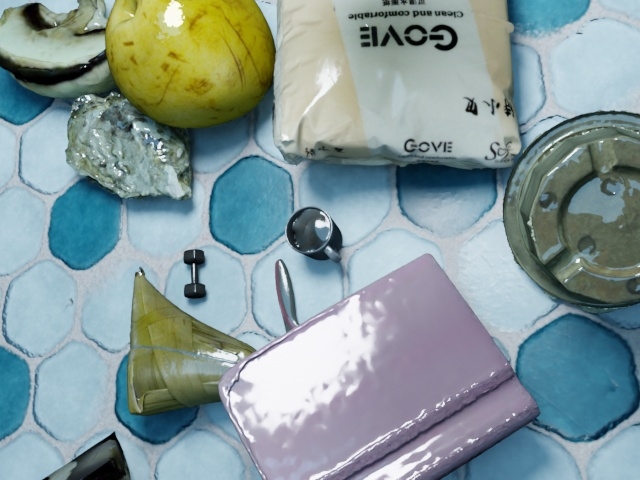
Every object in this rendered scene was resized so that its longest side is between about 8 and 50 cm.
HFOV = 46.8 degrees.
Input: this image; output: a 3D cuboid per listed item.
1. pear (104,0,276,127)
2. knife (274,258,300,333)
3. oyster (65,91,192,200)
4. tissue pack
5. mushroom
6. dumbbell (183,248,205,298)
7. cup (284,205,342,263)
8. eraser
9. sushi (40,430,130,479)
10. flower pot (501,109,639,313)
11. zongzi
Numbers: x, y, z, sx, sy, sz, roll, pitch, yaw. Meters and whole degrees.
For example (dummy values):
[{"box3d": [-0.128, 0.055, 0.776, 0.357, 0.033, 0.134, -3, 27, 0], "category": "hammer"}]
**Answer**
[{"box3d": [-0.212, -0.319, 1.216, 0.281, 0.281, 0.280, -5, 75, 18], "category": "pear"}, {"box3d": [-0.039, 0.147, 1.182, 0.036, 0.018, 0.247, -17, 74, 11], "category": "knife"}, {"box3d": [-0.333, -0.169, 1.309, 0.268, 0.112, 0.198, 9, 80, 17], "category": "oyster"}, {"box3d": [0.109, -0.280, 1.154, 0.376, 0.195, 0.389, -5, 75, 4], "category": "tissue pack"}, {"box3d": [-0.456, -0.369, 1.399, 0.345, 0.130, 0.247, 0, 53, 16], "category": "mushroom"}, {"box3d": [-0.213, 0.056, 1.250, 0.040, 0.036, 0.083, -9, 74, 16], "category": "dumbbell"}, {"box3d": [0.000, 0.000, 1.170, 0.078, 0.077, 0.100, -42, 67, 5], "category": "cup"}, {"box3d": [0.068, 0.218, 1.013, 0.359, 0.122, 0.272, -27, 67, -10], "category": "eraser"}, {"box3d": [-0.413, 0.438, 1.184, 0.273, 0.134, 0.109, -33, 100, -2], "category": "sushi"}, {"box3d": [0.368, -0.034, 0.928, 0.291, 0.259, 0.290, 1, 94, 17], "category": "flower pot"}, {"box3d": [-0.203, 0.146, 1.196, 0.228, 0.115, 0.255, -12, 62, 12], "category": "zongzi"}]
